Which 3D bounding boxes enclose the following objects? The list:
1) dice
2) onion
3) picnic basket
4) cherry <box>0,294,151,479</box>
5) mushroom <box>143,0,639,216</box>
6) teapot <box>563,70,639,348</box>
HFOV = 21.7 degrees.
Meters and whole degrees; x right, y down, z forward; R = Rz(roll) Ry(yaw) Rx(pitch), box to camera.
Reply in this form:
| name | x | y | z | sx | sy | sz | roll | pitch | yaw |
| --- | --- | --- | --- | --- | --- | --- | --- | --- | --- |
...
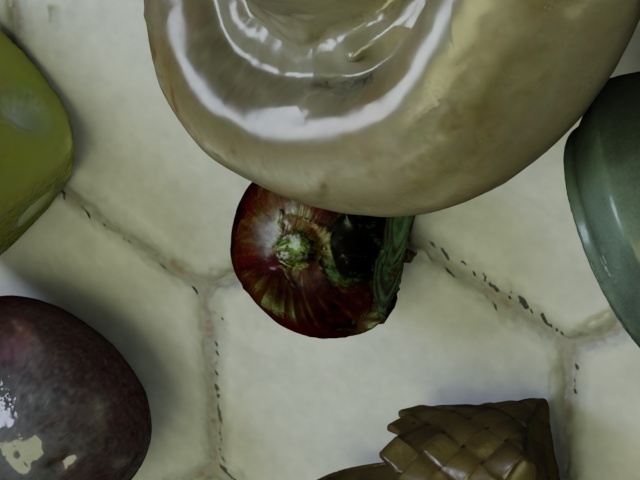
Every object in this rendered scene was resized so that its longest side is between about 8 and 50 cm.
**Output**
| name | x | y | z | sx | sy | sz | roll | pitch | yaw |
| --- | --- | --- | --- | --- | --- | --- | --- | --- | --- |
| dice | -0.279 | -0.051 | 1.088 | 0.169 | 0.169 | 0.166 | 47 | 125 | 1 |
| onion | 0.000 | 0.000 | 1.010 | 0.118 | 0.118 | 0.117 | 9 | 84 | 24 |
| picnic basket | 0.063 | 0.175 | 1.041 | 0.178 | 0.128 | 0.138 | -9 | 107 | 12 |
| cherry | -0.203 | 0.125 | 1.156 | 0.176 | 0.140 | 0.176 | 1 | 92 | 38 |
| mushroom | 0.003 | -0.156 | 0.809 | 0.297 | 0.290 | 0.297 | 4 | 97 | 38 |
| teapot | 0.249 | -0.051 | 0.832 | 0.225 | 0.171 | 0.203 | -25 | 70 | 27 |
